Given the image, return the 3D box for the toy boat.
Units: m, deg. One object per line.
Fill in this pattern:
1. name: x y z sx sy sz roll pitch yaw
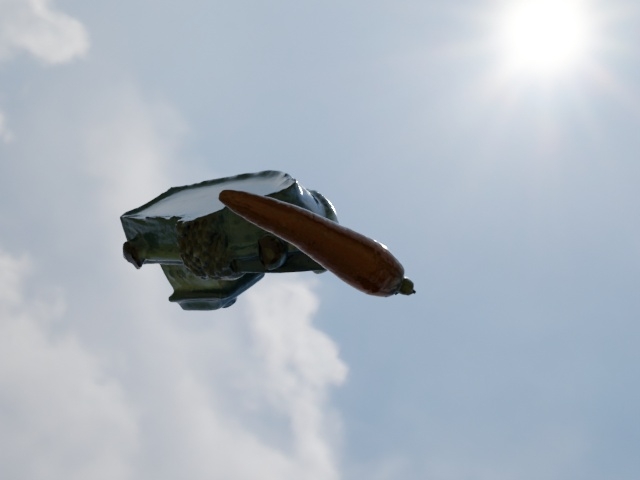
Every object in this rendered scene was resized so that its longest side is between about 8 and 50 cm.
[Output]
1. toy boat: -0.059 0.005 1.305 0.109 0.098 0.238 -35 -163 -31

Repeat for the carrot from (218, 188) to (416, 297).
1. carrot: 0.000 0.000 1.109 0.035 0.142 0.035 -57 -168 20
